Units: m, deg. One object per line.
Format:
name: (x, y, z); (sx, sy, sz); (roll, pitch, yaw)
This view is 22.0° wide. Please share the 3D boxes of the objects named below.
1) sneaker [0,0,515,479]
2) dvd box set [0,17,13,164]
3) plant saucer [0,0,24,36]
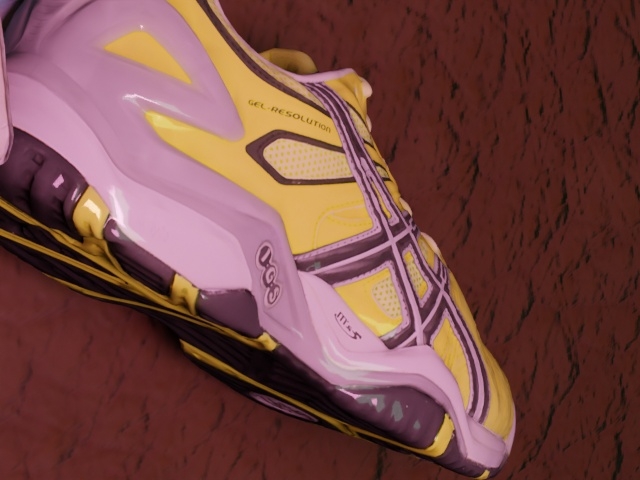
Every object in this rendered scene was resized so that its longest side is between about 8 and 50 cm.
sneaker: (0.000, 0.000, 0.764); (0.385, 0.145, 0.147); (41, 67, -49)
dvd box set: (-0.227, -0.143, 0.375); (0.420, 0.062, 0.307); (-23, 109, -64)
plant saucer: (-0.181, -0.199, 0.615); (0.318, 0.044, 0.317); (-13, 110, -40)
